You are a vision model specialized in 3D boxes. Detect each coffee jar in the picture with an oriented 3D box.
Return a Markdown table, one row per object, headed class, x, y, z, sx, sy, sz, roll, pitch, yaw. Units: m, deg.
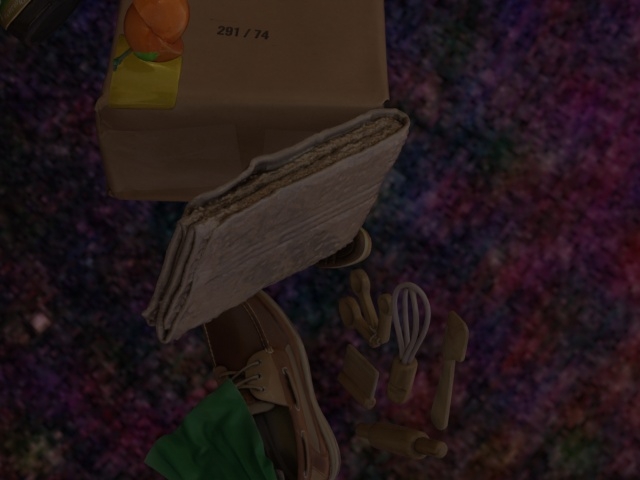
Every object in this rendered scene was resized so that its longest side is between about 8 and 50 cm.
| class | x | y | z | sx | sy | sz | roll | pitch | yaw |
| --- | --- | --- | --- | --- | --- | --- | --- | --- | --- |
| coffee jar | -0.340 | -0.297 | 1.507 | 0.096 | 0.184 | 0.079 | -43 | -173 | 17 |

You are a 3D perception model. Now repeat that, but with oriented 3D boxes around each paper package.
| class | x | y | z | sx | sy | sz | roll | pitch | yaw |
| --- | --- | --- | --- | --- | --- | --- | --- | --- | --- |
| paper package | -0.087 | -0.201 | 1.694 | 0.325 | 0.309 | 0.168 | 2 | 136 | -2 |

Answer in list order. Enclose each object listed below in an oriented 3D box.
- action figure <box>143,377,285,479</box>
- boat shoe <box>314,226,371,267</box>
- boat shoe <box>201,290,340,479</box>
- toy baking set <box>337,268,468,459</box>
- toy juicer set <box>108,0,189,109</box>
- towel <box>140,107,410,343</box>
| class | x | y | z | sx | sy | sz | roll | pitch | yaw |
| --- | --- | --- | --- | --- | --- | --- | --- | --- | --- |
| action figure | -0.077 | 0.281 | 1.548 | 0.137 | 0.232 | 0.063 | -46 | 153 | 9 |
| boat shoe | 0.000 | 0.000 | 1.740 | 0.072 | 0.190 | 0.068 | 19 | 84 | -45 |
| boat shoe | -0.077 | 0.198 | 1.886 | 0.123 | 0.324 | 0.116 | -29 | 178 | 24 |
| toy baking set | 0.075 | 0.131 | 1.453 | 0.030 | 0.256 | 0.196 | -15 | 102 | -27 |
| toy juicer set | -0.145 | -0.291 | 1.254 | 0.209 | 0.089 | 0.329 | 126 | -27 | -76 |
| towel | -0.043 | -0.017 | 1.353 | 0.282 | 0.049 | 0.187 | -27 | 156 | -38 |
